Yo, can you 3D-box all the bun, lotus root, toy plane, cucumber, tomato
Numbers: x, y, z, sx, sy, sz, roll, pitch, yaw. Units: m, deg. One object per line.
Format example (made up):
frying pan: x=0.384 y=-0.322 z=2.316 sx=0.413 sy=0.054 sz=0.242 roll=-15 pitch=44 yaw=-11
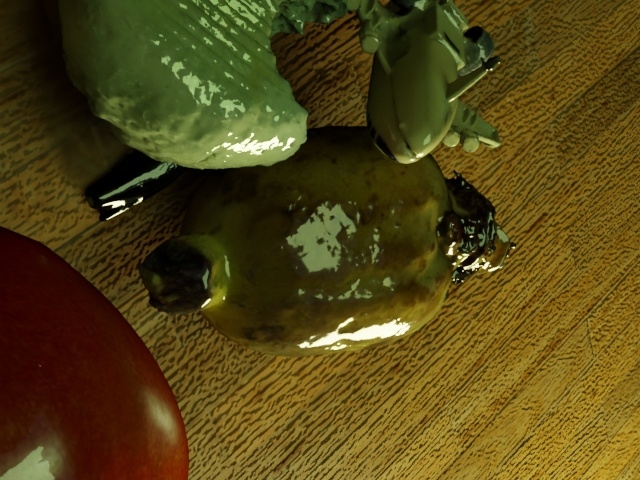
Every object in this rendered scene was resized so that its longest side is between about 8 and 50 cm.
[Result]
bun: x=-0.080 y=-0.138 z=0.710 sx=0.212 sy=0.126 sz=0.204 roll=-40 pitch=101 yaw=-41
lotus root: x=0.000 y=0.000 z=0.817 sx=0.314 sy=0.141 sz=0.169 roll=-6 pitch=99 yaw=-37
toy plane: x=0.070 y=-0.135 z=0.808 sx=0.104 sy=0.256 sz=0.242 roll=-36 pitch=117 yaw=14
cucumber: x=-0.105 y=-0.058 z=0.770 sx=0.135 sy=0.034 sz=0.033 roll=-46 pitch=133 yaw=-29
tomato: x=-0.208 y=0.109 z=0.557 sx=0.298 sy=0.298 sz=0.226 roll=-14 pitch=68 yaw=-44
